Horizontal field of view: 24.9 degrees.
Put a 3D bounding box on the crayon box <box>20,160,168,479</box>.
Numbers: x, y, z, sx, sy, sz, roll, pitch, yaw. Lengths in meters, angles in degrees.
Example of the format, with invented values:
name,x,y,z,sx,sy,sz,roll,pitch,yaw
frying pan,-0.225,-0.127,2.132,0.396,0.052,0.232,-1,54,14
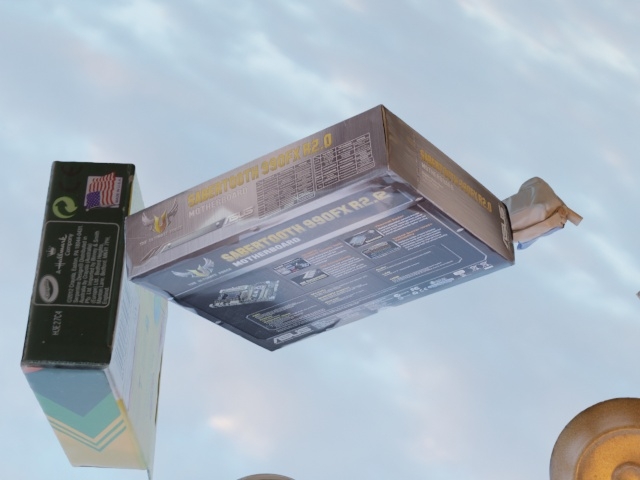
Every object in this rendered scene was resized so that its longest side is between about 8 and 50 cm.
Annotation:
name,x,y,z,sx,sy,sz,roll,pitch,yaw
crayon box,-0.204,0.090,1.373,0.081,0.318,0.202,2,-118,2

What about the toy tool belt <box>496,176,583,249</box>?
name,x,y,z,sx,sy,sz,roll,pitch,yaw
toy tool belt,0.170,-0.013,1.188,0.051,0.083,0.052,34,-130,-24

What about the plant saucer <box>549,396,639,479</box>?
name,x,y,z,sx,sy,sz,roll,pitch,yaw
plant saucer,0.166,0.126,0.782,0.083,0.083,0.015,31,-170,-2

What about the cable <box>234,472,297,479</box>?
name,x,y,z,sx,sy,sz,roll,pitch,yaw
cable,-0.054,0.364,1.426,0.257,0.257,0.089,-20,-165,-32

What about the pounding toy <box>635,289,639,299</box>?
name,x,y,z,sx,sy,sz,roll,pitch,yaw
pounding toy,0.487,0.083,1.729,0.154,0.155,0.269,49,-170,-4

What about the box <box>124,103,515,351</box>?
name,x,y,z,sx,sy,sz,roll,pitch,yaw
box,0.000,0.000,1.073,0.183,0.231,0.056,32,-136,-48
